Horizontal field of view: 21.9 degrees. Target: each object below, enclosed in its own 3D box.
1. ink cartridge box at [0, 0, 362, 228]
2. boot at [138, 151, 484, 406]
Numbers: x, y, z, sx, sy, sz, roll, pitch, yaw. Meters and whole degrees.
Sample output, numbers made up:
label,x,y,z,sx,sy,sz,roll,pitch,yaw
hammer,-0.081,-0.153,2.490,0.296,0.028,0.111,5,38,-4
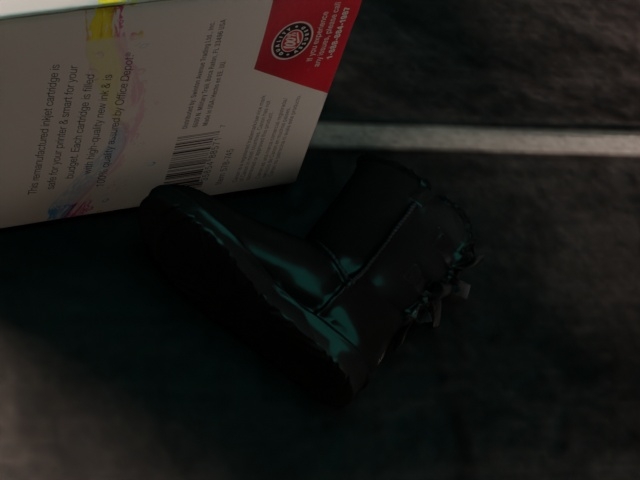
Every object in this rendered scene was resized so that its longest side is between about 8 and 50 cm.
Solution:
label,x,y,z,sx,sy,sz,roll,pitch,yaw
ink cartridge box,-0.096,-0.094,0.647,0.176,0.128,0.127,-10,58,-25
boot,0.000,0.000,0.663,0.121,0.045,0.099,40,55,4
